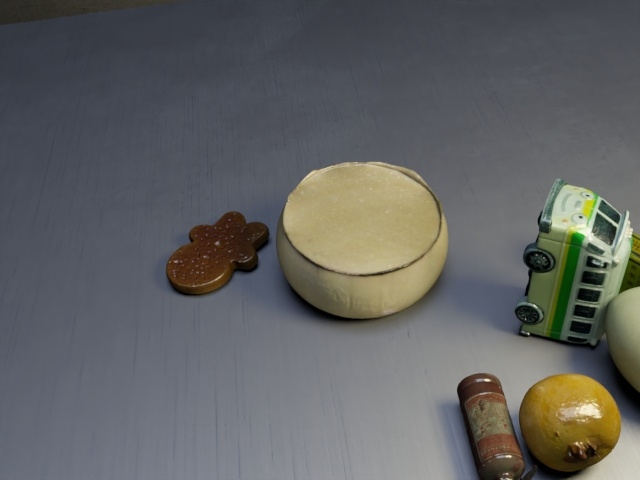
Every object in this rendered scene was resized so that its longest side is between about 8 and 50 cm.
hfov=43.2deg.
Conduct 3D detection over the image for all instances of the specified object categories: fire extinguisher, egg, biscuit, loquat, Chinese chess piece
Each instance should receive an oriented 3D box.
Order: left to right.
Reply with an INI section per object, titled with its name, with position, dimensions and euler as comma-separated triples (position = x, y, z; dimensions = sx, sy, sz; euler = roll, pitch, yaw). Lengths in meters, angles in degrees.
[biscuit]
position = -0.218, 0.027, 1.680
dimensions = 0.179, 0.039, 0.236
euler = 27, 51, 30
[Chinese chess piece]
position = 0.081, -0.007, 1.581
dimensions = 0.337, 0.141, 0.338
euler = -2, 47, 2
[fire extinguisher]
position = 0.268, 0.310, 1.231
dimensions = 0.075, 0.106, 0.252
euler = -5, 40, 0
[loquat]
position = 0.379, 0.277, 1.232
dimensions = 0.163, 0.137, 0.163
euler = 8, 36, -6
[egg]
position = 0.570, 0.173, 1.285
dimensions = 0.186, 0.187, 0.253
euler = -35, 64, -30

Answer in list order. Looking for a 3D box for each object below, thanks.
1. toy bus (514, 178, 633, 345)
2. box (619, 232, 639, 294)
[toy bus]
position = 0.437, 0.046, 1.391
dimensions = 0.164, 0.276, 0.134
euler = 16, 46, 19
[box]
position = 0.537, 0.045, 1.479
dimensions = 0.064, 0.141, 0.220
euler = -32, 46, -27
